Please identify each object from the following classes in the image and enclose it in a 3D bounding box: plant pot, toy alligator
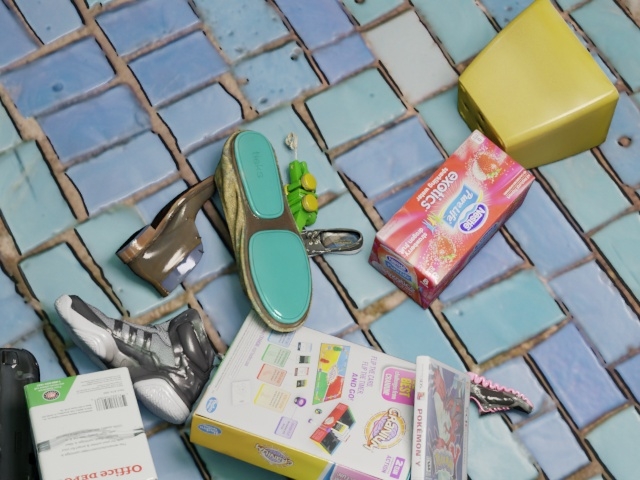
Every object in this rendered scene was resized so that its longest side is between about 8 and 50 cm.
[{"bbox_3d":[0.340,-0.232,2.054,0.187,0.212,0.212,-31,73,-4],"label":"plant pot"},{"bbox_3d":[-0.028,-0.088,2.048,0.051,0.056,0.190,26,50,-42],"label":"toy alligator"}]

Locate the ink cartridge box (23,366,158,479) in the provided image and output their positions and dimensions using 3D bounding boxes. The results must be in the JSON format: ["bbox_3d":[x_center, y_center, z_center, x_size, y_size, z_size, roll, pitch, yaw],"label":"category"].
[{"bbox_3d":[-0.323,0.292,1.755,0.153,0.087,0.208,-8,45,-16],"label":"ink cartridge box"}]

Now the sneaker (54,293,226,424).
[{"bbox_3d":[-0.268,0.145,1.907,0.268,0.101,0.153,40,70,6],"label":"sneaker"}]

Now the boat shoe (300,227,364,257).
[{"bbox_3d":[0.000,0.000,2.013,0.142,0.040,0.049,-4,67,-5],"label":"boat shoe"}]

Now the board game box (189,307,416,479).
[{"bbox_3d":[0.000,0.244,1.835,0.316,0.064,0.242,19,41,9],"label":"board game box"}]

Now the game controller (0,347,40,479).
[{"bbox_3d":[-0.496,0.308,1.838,0.166,0.067,0.319,-10,62,8],"label":"game controller"}]

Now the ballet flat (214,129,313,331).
[{"bbox_3d":[-0.095,-0.005,1.970,0.123,0.123,0.348,-11,68,-8],"label":"ballet flat"}]

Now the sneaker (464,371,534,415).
[{"bbox_3d":[0.268,0.248,1.930,0.119,0.047,0.057,21,73,13],"label":"sneaker"}]

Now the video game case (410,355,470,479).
[{"bbox_3d":[0.177,0.272,1.819,0.023,0.201,0.183,-3,76,24],"label":"video game case"}]

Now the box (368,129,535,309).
[{"bbox_3d":[0.208,-0.033,1.997,0.128,0.122,0.257,41,71,12],"label":"box"}]

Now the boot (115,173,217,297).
[{"bbox_3d":[-0.219,-0.009,2.001,0.219,0.082,0.106,-45,102,-28],"label":"boot"}]
